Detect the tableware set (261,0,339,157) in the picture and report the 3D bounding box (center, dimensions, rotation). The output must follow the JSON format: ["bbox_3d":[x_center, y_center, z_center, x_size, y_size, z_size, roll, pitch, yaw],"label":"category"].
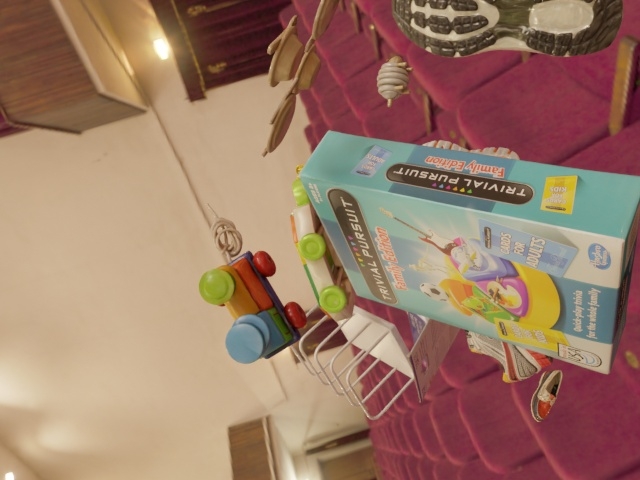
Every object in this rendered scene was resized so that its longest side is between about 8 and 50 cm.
[{"bbox_3d":[-0.021,-0.169,0.566,0.168,0.020,0.141,111,-175,-56],"label":"tableware set"}]

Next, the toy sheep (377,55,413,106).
[{"bbox_3d":[0.186,-0.404,1.498,0.091,0.091,0.132,78,-157,-82],"label":"toy sheep"}]

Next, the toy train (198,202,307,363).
[{"bbox_3d":[-0.127,0.053,0.814,0.248,0.105,0.143,58,-170,6],"label":"toy train"}]

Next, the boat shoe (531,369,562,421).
[{"bbox_3d":[0.552,0.375,1.431,0.049,0.137,0.043,38,151,-11],"label":"boat shoe"}]

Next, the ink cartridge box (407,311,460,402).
[{"bbox_3d":[0.253,0.148,1.256,0.071,0.330,0.324,25,158,26],"label":"ink cartridge box"}]

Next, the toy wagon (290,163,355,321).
[{"bbox_3d":[0.000,0.000,1.300,0.267,0.068,0.344,-66,-44,-73],"label":"toy wagon"}]

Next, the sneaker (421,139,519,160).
[{"bbox_3d":[0.275,-0.136,1.155,0.083,0.215,0.084,71,-143,-53],"label":"sneaker"}]

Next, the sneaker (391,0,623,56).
[{"bbox_3d":[0.334,-0.422,1.089,0.182,0.410,0.158,-41,-39,-53],"label":"sneaker"}]

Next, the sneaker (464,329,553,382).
[{"bbox_3d":[0.252,0.128,0.921,0.225,0.093,0.088,49,-161,11],"label":"sneaker"}]

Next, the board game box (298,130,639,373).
[{"bbox_3d":[0.167,0.013,0.675,0.079,0.336,0.253,-58,-36,-26],"label":"board game box"}]

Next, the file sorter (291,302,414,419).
[{"bbox_3d":[0.073,0.285,1.476,0.278,0.173,0.193,21,147,52],"label":"file sorter"}]
